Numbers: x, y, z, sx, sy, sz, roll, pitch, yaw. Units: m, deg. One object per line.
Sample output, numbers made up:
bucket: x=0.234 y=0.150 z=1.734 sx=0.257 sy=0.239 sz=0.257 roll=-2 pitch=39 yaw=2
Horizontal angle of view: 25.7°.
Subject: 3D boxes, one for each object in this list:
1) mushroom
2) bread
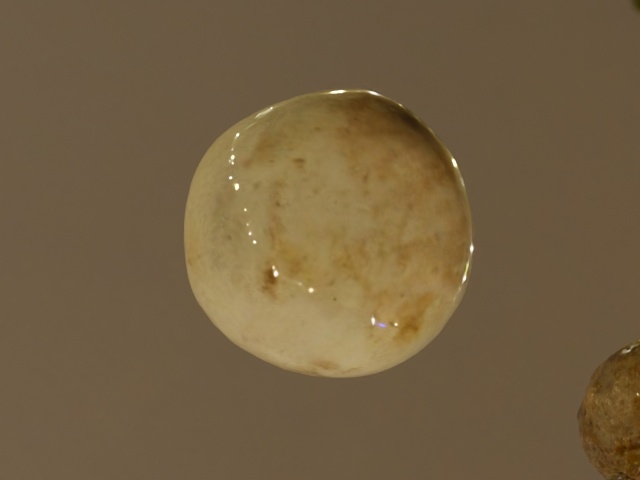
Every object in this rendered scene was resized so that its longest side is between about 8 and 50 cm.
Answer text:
mushroom: x=0.000 y=0.000 z=1.435 sx=0.297 sy=0.297 sz=0.290 roll=35 pitch=165 yaw=-7
bread: x=0.384 y=0.195 z=1.471 sx=0.230 sy=0.230 sz=0.123 roll=24 pitch=-141 yaw=-27
